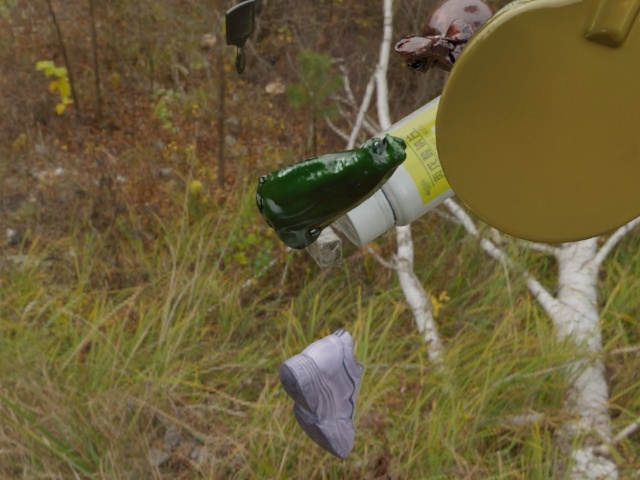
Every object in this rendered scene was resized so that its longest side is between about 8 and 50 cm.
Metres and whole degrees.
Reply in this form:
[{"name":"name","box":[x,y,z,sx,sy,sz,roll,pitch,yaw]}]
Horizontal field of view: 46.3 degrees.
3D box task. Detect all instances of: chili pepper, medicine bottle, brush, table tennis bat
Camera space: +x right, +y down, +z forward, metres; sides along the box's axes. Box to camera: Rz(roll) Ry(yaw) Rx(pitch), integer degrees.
[{"name":"chili pepper","box":[0.012,-0.063,0.851,0.108,0.216,0.062,25,50,-31]},{"name":"medicine bottle","box":[0.133,-0.107,1.136,0.258,0.143,0.143,-33,49,-7]},{"name":"brush","box":[-0.148,-0.372,1.394,0.063,0.193,0.016,-30,74,-17]},{"name":"table tennis bat","box":[0.208,-0.139,0.572,0.198,0.320,0.050,20,28,7]}]

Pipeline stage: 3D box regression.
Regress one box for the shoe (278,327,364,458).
[{"name":"shoe","box":[0.023,0.265,1.288,0.138,0.245,0.095,-37,37,-22]}]

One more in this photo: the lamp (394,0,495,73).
[{"name":"lamp","box":[0.271,-0.385,1.447,0.223,0.151,0.215,-51,23,-17]}]

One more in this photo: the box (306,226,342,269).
[{"name":"box","box":[0.000,0.000,1.310,0.045,0.062,0.098,-17,38,-21]}]
